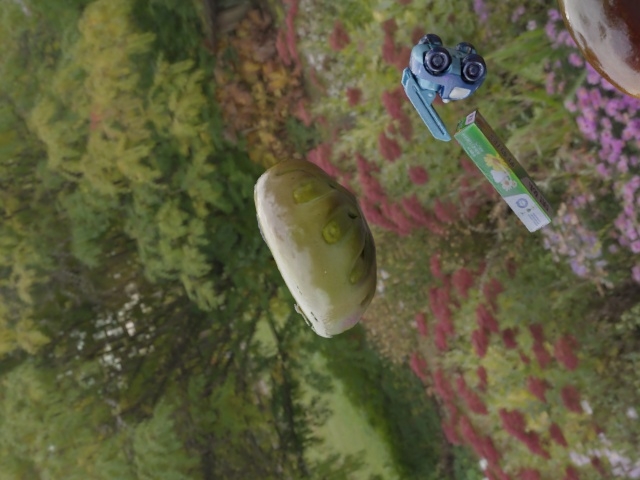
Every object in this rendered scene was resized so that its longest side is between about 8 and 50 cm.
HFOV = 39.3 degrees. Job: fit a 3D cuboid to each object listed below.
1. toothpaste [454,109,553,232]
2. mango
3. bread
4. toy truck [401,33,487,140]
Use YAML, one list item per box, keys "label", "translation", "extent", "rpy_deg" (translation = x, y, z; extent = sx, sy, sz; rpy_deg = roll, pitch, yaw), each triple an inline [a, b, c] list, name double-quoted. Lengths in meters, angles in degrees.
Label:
- label: "toothpaste"
  translation: [0.248, -0.093, 1.207]
  extent: [0.178, 0.037, 0.043]
  rpy_deg: [48, -151, -14]
- label: "mango"
  translation: [0.337, -0.288, 1.039]
  extent: [0.111, 0.133, 0.268]
  rpy_deg: [115, 143, -66]
- label: "bread"
  translation: [0.006, 0.012, 1.316]
  extent: [0.156, 0.158, 0.261]
  rpy_deg: [-118, 3, -70]
- label: "toy truck"
  translation: [0.113, -0.142, 0.841]
  extent: [0.056, 0.073, 0.090]
  rpy_deg: [-95, 18, -60]
